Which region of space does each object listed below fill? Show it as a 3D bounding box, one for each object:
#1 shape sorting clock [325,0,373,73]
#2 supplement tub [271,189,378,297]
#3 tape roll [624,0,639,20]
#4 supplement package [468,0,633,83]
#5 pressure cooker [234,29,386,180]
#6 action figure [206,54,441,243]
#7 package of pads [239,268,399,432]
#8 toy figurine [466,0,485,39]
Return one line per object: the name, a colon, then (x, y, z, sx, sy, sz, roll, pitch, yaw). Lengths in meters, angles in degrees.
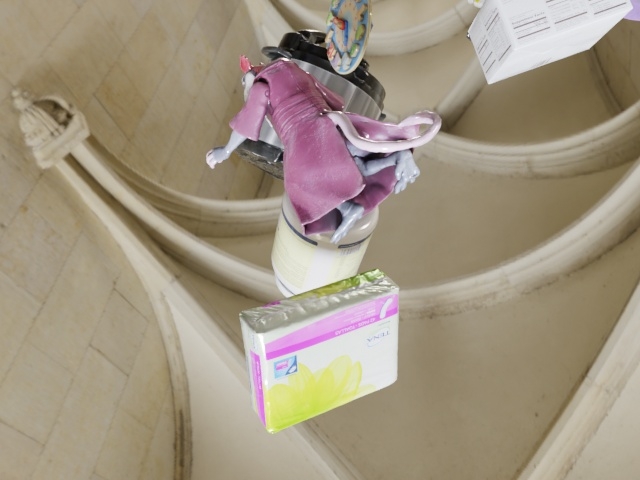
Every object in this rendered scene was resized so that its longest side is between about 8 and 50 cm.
shape sorting clock: (0.057, -0.472, 1.218, 0.040, 0.206, 0.206, -5, -141, -21)
supplement tub: (0.000, 0.000, 1.422, 0.235, 0.325, 0.235, 7, -130, -9)
tape roll: (0.802, -0.668, 1.312, 0.090, 0.274, 0.275, -16, -145, -32)
supplement package: (0.498, -0.491, 1.241, 0.262, 0.204, 0.145, -19, -94, -1)
pressure cooker: (-0.013, -0.368, 1.597, 0.375, 0.370, 0.420, 24, -91, 5)
action figure: (-0.032, -0.189, 0.903, 0.248, 0.275, 0.370, -28, -108, -27)
package of pads: (0.009, 0.203, 1.026, 0.296, 0.229, 0.101, -15, -151, -25)
toy figurine: (0.563, -0.706, 1.702, 0.213, 0.209, 0.148, -40, -126, -21)
